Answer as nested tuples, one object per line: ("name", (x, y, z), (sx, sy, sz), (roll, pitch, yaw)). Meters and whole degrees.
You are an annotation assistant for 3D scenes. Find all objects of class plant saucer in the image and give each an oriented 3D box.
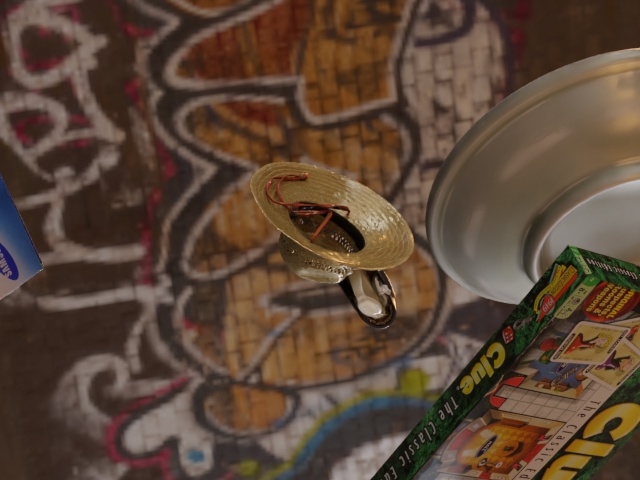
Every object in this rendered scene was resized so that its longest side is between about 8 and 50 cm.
("plant saucer", (0.322, -0.033, 1.403), (0.400, 0.400, 0.101), (87, -11, -48))

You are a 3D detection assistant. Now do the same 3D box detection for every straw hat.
("straw hat", (0.000, 0.000, 1.031), (0.144, 0.144, 0.061), (-105, -146, -52))

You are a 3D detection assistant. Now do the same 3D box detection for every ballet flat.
("ballet flat", (0.042, 0.034, 1.537), (0.203, 0.074, 0.074), (59, 8, -33))

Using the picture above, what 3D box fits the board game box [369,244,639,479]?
("board game box", (0.116, 0.116, 0.731), (0.260, 0.136, 0.030), (-55, -138, 28))

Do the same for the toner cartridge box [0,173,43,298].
("toner cartridge box", (-0.449, -0.102, 1.442), (0.165, 0.075, 0.348), (28, -34, 38))
